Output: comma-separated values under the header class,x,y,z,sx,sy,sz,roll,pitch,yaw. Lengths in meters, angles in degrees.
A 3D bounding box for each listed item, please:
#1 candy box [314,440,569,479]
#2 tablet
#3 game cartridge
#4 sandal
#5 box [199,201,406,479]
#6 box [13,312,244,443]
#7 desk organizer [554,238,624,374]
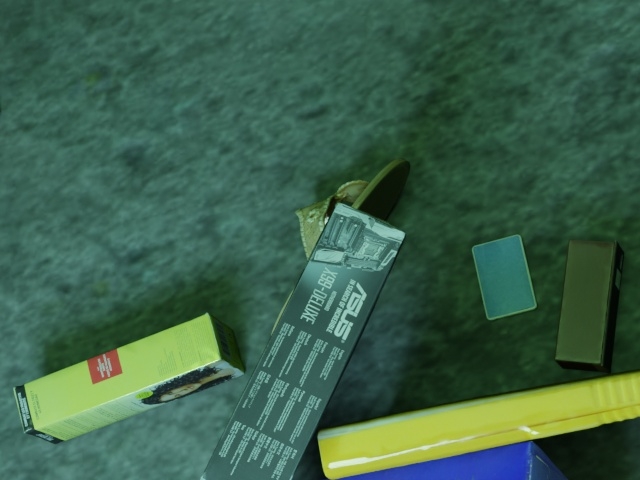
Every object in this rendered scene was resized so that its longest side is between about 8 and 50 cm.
class,x,y,z,sx,sy,sz,roll,pitch,yaw
candy box,0.077,0.350,1.644,0.317,0.122,0.268,-16,48,35
tablet,0.192,0.039,1.850,0.054,0.006,0.083,-15,70,13
game cartridge,0.186,0.166,1.667,0.323,0.285,0.053,-11,85,14
sandal,-0.002,-0.001,1.879,0.079,0.088,0.240,32,92,23
box,-0.031,0.148,1.661,0.076,0.242,0.307,25,61,2
box,-0.205,0.150,1.897,0.232,0.087,0.058,-21,70,11
desk organizer,0.273,0.066,1.797,0.050,0.047,0.130,4,76,20
